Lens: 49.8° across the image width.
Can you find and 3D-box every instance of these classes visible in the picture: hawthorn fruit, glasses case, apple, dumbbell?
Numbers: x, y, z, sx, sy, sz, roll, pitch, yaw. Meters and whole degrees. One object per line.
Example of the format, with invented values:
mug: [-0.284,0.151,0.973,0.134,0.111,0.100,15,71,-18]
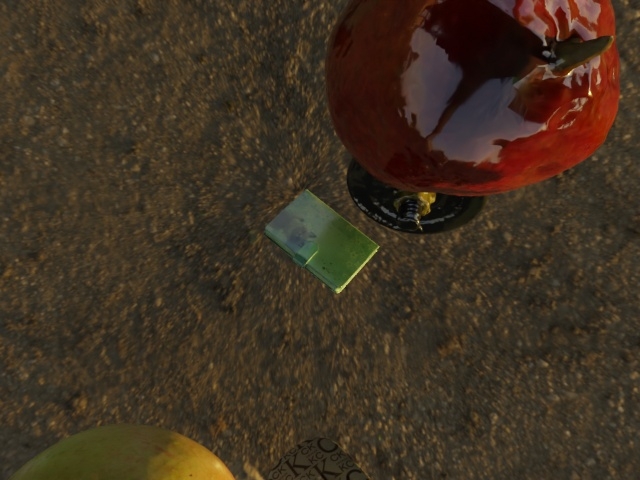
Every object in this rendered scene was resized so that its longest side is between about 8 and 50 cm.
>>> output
hawthorn fruit: [0.109,-0.111,0.446,0.189,0.251,0.189,-6,107,-19]
glasses case: [0.056,0.420,0.960,0.137,0.355,0.085,-37,137,-16]
apple: [-0.235,0.376,0.807,0.277,0.319,0.319,-19,95,28]
dumbbell: [0.154,-0.167,0.951,0.185,0.185,0.388,20,54,-3]

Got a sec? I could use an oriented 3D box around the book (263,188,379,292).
book: [0.000,0.000,0.951,0.135,0.017,0.103,39,58,10]
